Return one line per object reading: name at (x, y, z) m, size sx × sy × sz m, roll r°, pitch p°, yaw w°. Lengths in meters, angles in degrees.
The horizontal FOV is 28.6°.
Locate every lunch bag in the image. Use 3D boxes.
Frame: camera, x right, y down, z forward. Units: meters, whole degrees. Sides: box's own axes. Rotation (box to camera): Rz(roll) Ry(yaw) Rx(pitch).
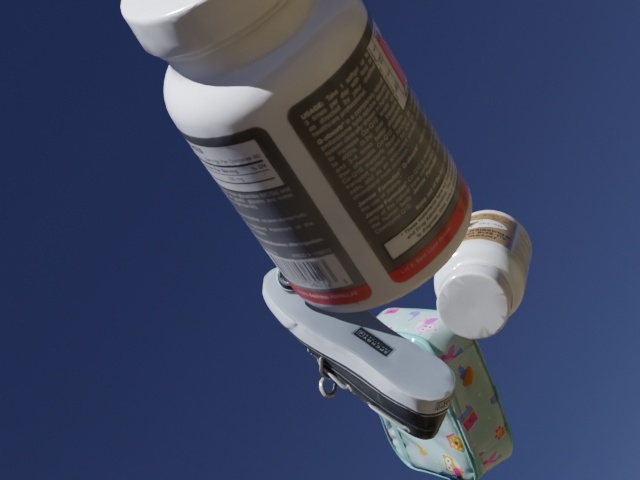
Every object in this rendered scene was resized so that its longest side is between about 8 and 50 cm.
lunch bag at (0.167, 0.244, 1.952) m, size 0.108 × 0.224 × 0.279 m, roll -33°, pitch -70°, yaw -33°

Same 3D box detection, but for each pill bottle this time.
pill bottle at (0.234, 0.051, 1.826) m, size 0.229 × 0.131 × 0.131 m, roll -57°, pitch -14°, yaw -65°
pill bottle at (-0.018, -0.121, 1.197) m, size 0.210 × 0.210 × 0.363 m, roll -48°, pitch -55°, yaw -21°

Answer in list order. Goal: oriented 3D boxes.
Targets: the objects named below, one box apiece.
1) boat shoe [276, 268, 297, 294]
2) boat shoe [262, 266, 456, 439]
boat shoe at (0.000, 0.000, 1.555) m, size 0.183 × 0.065 × 0.083 m, roll -41°, pitch -19°, yaw 19°
boat shoe at (0.041, 0.146, 1.634) m, size 0.113 × 0.306 × 0.105 m, roll -37°, pitch -31°, yaw -42°
